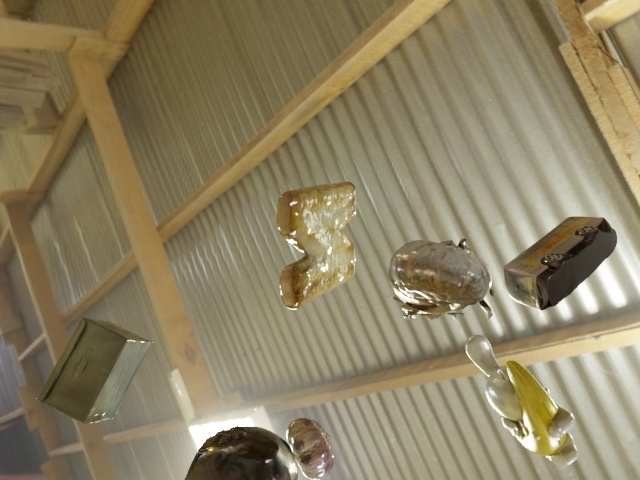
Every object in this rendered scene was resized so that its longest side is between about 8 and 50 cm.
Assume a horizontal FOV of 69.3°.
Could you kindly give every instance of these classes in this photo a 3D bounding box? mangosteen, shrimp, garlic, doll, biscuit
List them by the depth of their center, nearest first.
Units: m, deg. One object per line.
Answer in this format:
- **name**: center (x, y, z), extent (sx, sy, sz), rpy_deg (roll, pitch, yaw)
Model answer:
- **shrimp**: center (0.181, 0.062, 0.697), extent (0.145, 0.343, 0.117), rpy_deg (-4, -101, 12)
- **doll**: center (0.419, 0.333, 0.962), extent (0.237, 0.111, 0.252), rpy_deg (60, -5, -14)
- **biscuit**: center (0.000, 0.000, 0.980), extent (0.062, 0.290, 0.237), rpy_deg (5, -76, 28)
- **mangosteen**: center (-0.181, 0.558, 1.019), extent (0.233, 0.288, 0.288), rpy_deg (16, -63, -3)
- **garlic**: center (-0.019, 0.523, 1.174), extent (0.147, 0.102, 0.159), rpy_deg (-156, -137, -78)

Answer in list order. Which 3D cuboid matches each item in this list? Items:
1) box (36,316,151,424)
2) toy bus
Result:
- **box**: center (-0.597, 0.344, 1.239), extent (0.148, 0.155, 0.231), rpy_deg (22, -104, 10)
- **toy bus**: center (0.311, 0.024, 0.604), extent (0.072, 0.172, 0.057), rpy_deg (14, -52, 56)
